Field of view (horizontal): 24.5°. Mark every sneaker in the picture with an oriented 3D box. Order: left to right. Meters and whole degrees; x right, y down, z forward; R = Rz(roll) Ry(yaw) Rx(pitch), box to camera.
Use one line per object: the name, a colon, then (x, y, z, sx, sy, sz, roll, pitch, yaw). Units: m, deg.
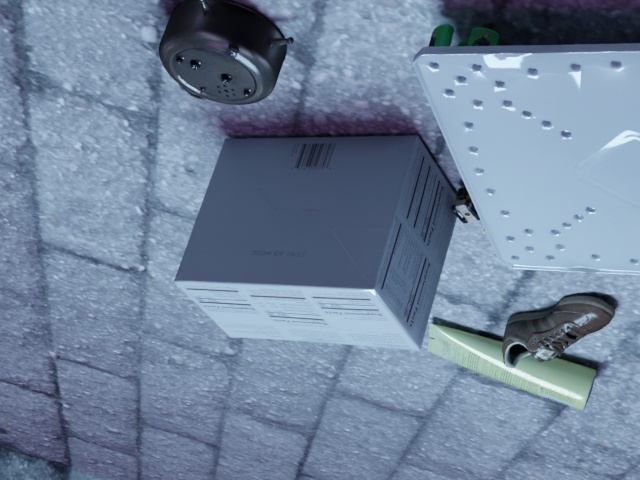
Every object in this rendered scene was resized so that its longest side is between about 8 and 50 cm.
sneaker: (0.309, 0.126, 1.921, 0.066, 0.071, 0.188, 29, 153, -23)

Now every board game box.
board game box: (0.329, -0.084, 1.479, 0.390, 0.050, 0.390, 3, 148, 24)

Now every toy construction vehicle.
toy construction vehicle: (0.202, -0.043, 1.701, 0.086, 0.035, 0.098, -14, 141, 34)

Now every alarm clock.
alarm clock: (-0.112, -0.189, 1.571, 0.129, 0.064, 0.192, 24, 157, -13)

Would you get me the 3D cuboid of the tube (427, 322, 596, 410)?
tube: (0.265, 0.172, 2.070, 0.240, 0.062, 0.070, 17, 112, 12)

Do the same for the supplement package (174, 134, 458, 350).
supplement package: (0.000, 0.000, 1.708, 0.262, 0.204, 0.145, 2, 150, 30)
